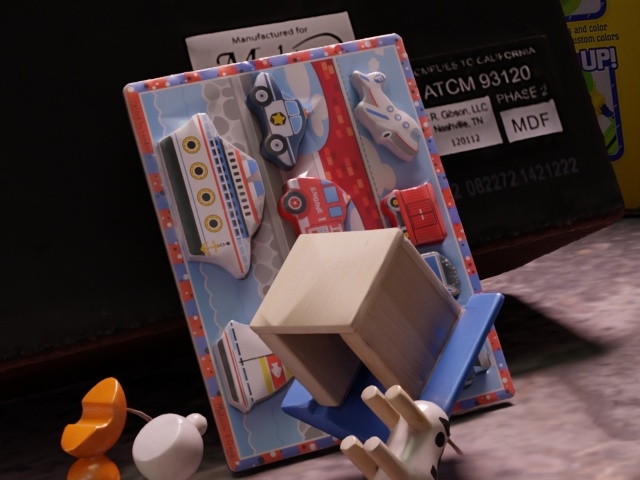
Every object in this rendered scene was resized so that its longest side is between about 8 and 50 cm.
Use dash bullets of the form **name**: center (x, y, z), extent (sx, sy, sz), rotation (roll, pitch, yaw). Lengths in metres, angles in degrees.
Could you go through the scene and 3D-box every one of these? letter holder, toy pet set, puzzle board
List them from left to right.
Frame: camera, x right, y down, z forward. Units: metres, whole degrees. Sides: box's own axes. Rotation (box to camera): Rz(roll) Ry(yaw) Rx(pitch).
- **letter holder**: center (-0.079, -0.024, 0.606), extent (0.302, 0.152, 0.214), rotation (-13, -10, -19)
- **toy pet set**: center (-0.004, 0.058, 0.431), extent (0.122, 0.065, 0.114), rotation (-3, 47, 43)
- **puzzle board**: center (0.000, 0.000, 0.497), extent (0.096, 0.128, 0.011), rotation (-13, -13, -18)

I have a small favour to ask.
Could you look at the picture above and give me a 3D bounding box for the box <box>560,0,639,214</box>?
- **box**: center (0.178, -0.180, 0.858), extent (0.177, 0.279, 0.290), rotation (-1, 14, 39)
